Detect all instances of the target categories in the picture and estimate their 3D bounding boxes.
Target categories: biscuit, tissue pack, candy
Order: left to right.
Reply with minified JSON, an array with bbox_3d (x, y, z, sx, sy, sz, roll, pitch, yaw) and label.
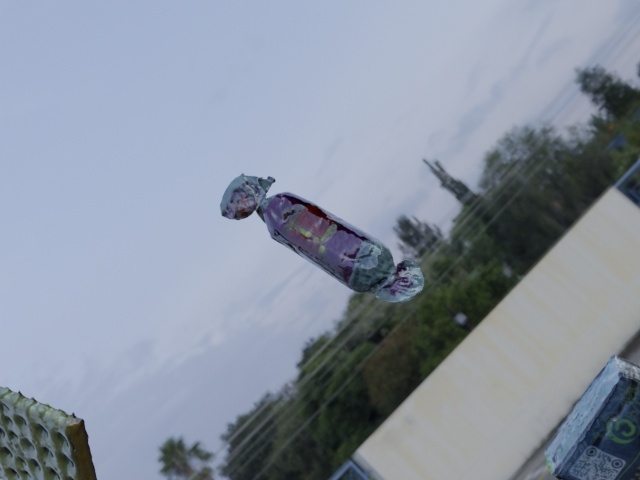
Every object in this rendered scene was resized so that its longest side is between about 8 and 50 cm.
[{"bbox_3d":[-0.292,0.166,0.779,0.016,0.232,0.139,-48,-33,-45],"label":"biscuit"},{"bbox_3d":[0.000,0.000,0.642,0.045,0.175,0.043,-60,-27,2],"label":"candy"},{"bbox_3d":[0.419,0.255,1.070,0.073,0.236,0.173,-73,6,-65],"label":"tissue pack"}]
